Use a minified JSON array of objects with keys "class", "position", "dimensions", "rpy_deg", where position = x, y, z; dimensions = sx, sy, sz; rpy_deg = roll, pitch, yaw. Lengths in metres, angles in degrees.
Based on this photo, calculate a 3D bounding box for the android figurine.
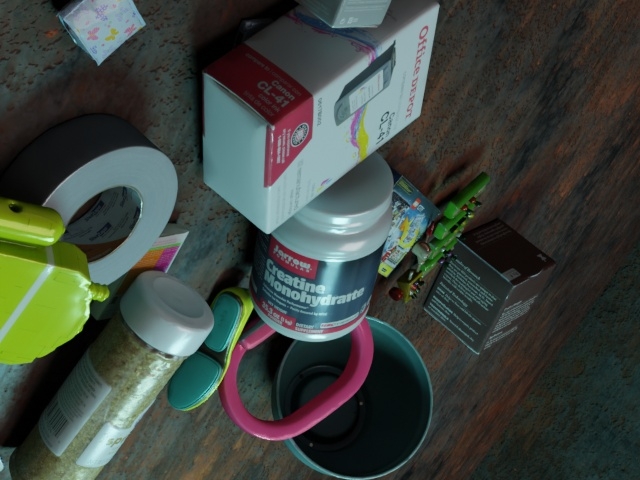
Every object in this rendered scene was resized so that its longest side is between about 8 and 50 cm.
[{"class":"android figurine","position":[-0.360,0.053,1.155],"dimensions":[0.273,0.056,0.248],"rpy_deg":[14,129,-37]}]

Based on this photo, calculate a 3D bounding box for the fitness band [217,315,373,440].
[{"class":"fitness band","position":[-0.040,0.208,1.836],"dimensions":[0.291,0.054,0.209],"rpy_deg":[-33,108,-24]}]

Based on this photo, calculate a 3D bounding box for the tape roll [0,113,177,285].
[{"class":"tape roll","position":[-0.274,-0.037,1.264],"dimensions":[0.219,0.072,0.219],"rpy_deg":[-36,150,-24]}]

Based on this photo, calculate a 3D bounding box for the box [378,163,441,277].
[{"class":"box","position":[0.114,-0.031,1.900],"dimensions":[0.159,0.044,0.233],"rpy_deg":[-51,154,3]}]

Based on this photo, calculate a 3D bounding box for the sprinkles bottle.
[{"class":"sprinkles bottle","position":[-0.288,0.206,1.476],"dimensions":[0.355,0.121,0.121],"rpy_deg":[-52,154,19]}]

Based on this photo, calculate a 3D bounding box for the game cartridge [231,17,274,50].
[{"class":"game cartridge","position":[-0.086,-0.238,1.349],"dimensions":[0.056,0.017,0.083],"rpy_deg":[-14,138,-44]}]

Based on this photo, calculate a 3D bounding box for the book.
[{"class":"book","position":[-0.243,0.042,1.463],"dimensions":[0.096,0.035,0.144],"rpy_deg":[-5,132,-56]}]

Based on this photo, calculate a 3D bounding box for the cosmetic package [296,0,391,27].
[{"class":"cosmetic package","position":[0.043,-0.376,1.241],"dimensions":[0.107,0.127,0.238],"rpy_deg":[-13,139,-49]}]

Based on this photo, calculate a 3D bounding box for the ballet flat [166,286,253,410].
[{"class":"ballet flat","position":[-0.166,0.169,1.713],"dimensions":[0.231,0.077,0.077],"rpy_deg":[-61,168,20]}]

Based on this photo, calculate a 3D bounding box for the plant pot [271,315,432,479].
[{"class":"plant pot","position":[0.036,0.298,2.000],"dimensions":[0.293,0.293,0.196],"rpy_deg":[-37,177,-23]}]

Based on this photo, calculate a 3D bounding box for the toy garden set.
[{"class":"toy garden set","position":[0.231,0.009,2.062],"dimensions":[0.204,0.049,0.244],"rpy_deg":[-40,162,-32]}]

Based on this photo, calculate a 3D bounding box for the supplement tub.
[{"class":"supplement tub","position":[0.000,0.000,1.599],"dimensions":[0.191,0.191,0.272],"rpy_deg":[-30,148,-34]}]

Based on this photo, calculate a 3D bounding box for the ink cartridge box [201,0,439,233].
[{"class":"ink cartridge box","position":[-0.002,-0.186,1.396],"dimensions":[0.306,0.131,0.226],"rpy_deg":[-38,155,-26]}]

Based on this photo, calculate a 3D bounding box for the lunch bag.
[{"class":"lunch bag","position":[-0.226,-0.231,1.102],"dimensions":[0.071,0.053,0.083],"rpy_deg":[-44,163,-6]}]

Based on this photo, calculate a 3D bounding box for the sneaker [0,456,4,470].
[{"class":"sneaker","position":[-0.462,0.272,1.425],"dimensions":[0.058,0.052,0.135],"rpy_deg":[-31,142,-14]}]

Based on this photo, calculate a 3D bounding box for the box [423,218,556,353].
[{"class":"box","position":[0.358,0.097,2.308],"dimensions":[0.168,0.167,0.203],"rpy_deg":[-20,142,-43]}]
